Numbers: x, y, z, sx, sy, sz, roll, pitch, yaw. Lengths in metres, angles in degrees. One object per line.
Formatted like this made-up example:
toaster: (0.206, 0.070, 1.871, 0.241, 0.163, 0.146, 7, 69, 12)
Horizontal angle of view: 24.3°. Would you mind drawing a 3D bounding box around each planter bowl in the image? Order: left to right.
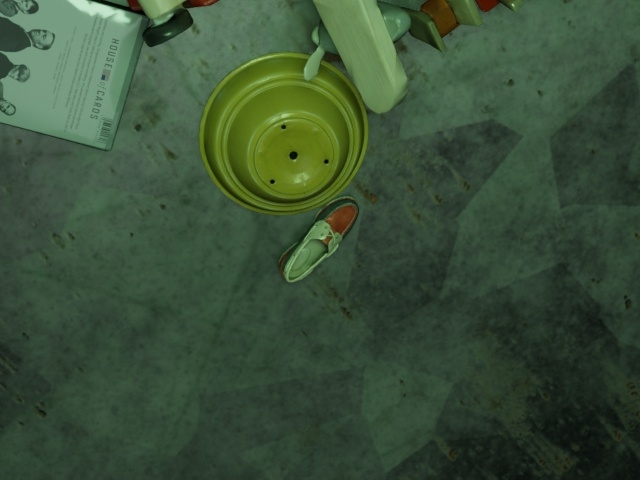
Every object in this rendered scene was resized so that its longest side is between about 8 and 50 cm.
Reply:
planter bowl: (-0.039, -0.118, 1.846, 0.217, 0.090, 0.217, -3, 112, -9)

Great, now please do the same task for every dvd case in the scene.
dvd case: (-0.344, -0.220, 1.785, 0.238, 0.029, 0.179, 14, 108, -16)

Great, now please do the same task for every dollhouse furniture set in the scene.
dollhouse furniture set: (0.172, -0.395, 1.752, 0.262, 0.135, 0.259, -36, 119, -9)

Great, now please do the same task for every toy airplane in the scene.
toy airplane: (-0.031, -0.371, 1.648, 0.384, 0.272, 0.386, 26, 126, 12)

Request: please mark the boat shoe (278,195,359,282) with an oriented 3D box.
boat shoe: (0.000, 0.000, 1.926, 0.137, 0.043, 0.049, -44, 110, 7)
